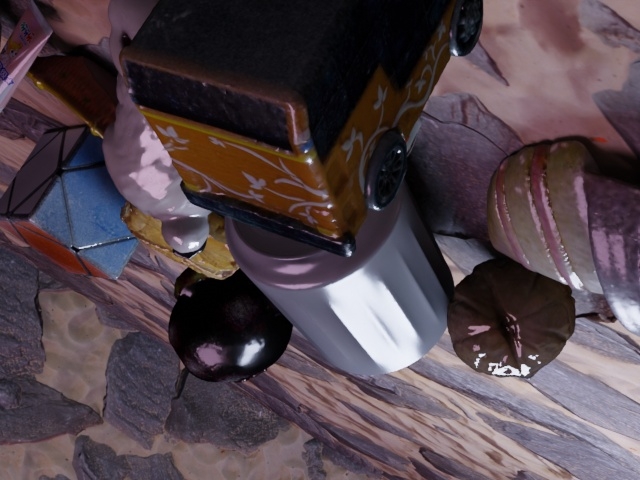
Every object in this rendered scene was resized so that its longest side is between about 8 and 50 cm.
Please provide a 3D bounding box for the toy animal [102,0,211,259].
[{"bbox_3d":[-0.181,-0.158,1.256,0.258,0.193,0.357,62,163,17],"label":"toy animal"}]

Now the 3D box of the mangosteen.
[{"bbox_3d":[-0.194,0.135,2.005,0.302,0.275,0.275,65,158,1],"label":"mangosteen"}]

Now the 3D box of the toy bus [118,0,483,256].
[{"bbox_3d":[0.013,-0.177,0.729,0.161,0.324,0.194,19,158,25],"label":"toy bus"}]

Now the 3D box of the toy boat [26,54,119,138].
[{"bbox_3d":[-0.315,-0.179,1.475,0.318,0.099,0.141,43,-157,-6],"label":"toy boat"}]

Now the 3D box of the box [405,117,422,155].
[{"bbox_3d":[0.004,-0.184,1.098,0.135,0.079,0.269,16,158,33],"label":"box"}]

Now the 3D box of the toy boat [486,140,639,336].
[{"bbox_3d":[0.295,-0.006,1.140,0.293,0.111,0.276,28,157,30],"label":"toy boat"}]

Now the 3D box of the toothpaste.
[{"bbox_3d":[-0.438,-0.248,1.415,0.042,0.194,0.067,-4,-127,-52],"label":"toothpaste"}]

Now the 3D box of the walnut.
[{"bbox_3d":[0.261,0.106,1.362,0.178,0.178,0.230,23,178,13],"label":"walnut"}]

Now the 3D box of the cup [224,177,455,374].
[{"bbox_3d":[0.000,0.000,1.361,0.322,0.237,0.327,23,163,33],"label":"cup"}]

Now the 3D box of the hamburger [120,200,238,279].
[{"bbox_3d":[-0.215,-0.048,1.666,0.259,0.145,0.283,30,157,-18],"label":"hamburger"}]

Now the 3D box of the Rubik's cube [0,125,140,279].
[{"bbox_3d":[-0.438,-0.068,1.818,0.205,0.205,0.207,40,159,-30],"label":"Rubik's cube"}]
